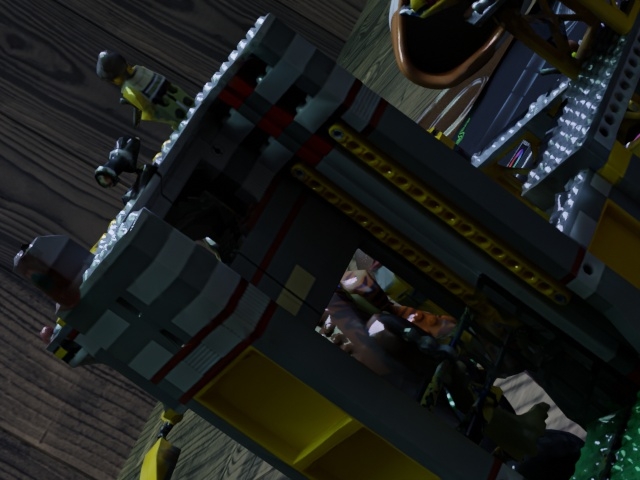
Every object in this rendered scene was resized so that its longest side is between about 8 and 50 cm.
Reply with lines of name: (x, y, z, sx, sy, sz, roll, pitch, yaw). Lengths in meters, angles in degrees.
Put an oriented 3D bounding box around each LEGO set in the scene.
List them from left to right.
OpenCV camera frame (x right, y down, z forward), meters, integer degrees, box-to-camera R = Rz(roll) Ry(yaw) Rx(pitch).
LEGO set: (0.000, 0.000, 0.581, 0.331, 0.192, 0.255, -59, 11, -31)

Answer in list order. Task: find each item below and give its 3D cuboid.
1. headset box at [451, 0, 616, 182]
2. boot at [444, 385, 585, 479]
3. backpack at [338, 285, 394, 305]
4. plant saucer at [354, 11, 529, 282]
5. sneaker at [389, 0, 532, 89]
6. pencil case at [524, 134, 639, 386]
headset box: (0.182, -0.085, 0.930, 0.283, 0.131, 0.246, -59, 7, 6)
boot: (0.086, 0.137, 0.832, 0.207, 0.094, 0.246, 125, 165, -54)
backpack: (0.019, 0.077, 1.469, 0.098, 0.101, 0.120, -52, 7, 6)
plant saucer: (0.124, -0.090, 1.416, 0.310, 0.050, 0.310, -48, 9, 11)
sneaker: (0.119, -0.215, 0.995, 0.123, 0.106, 0.290, -72, 1, -67)
pencil case: (0.197, -0.037, 0.712, 0.284, 0.124, 0.124, -58, 8, 5)
